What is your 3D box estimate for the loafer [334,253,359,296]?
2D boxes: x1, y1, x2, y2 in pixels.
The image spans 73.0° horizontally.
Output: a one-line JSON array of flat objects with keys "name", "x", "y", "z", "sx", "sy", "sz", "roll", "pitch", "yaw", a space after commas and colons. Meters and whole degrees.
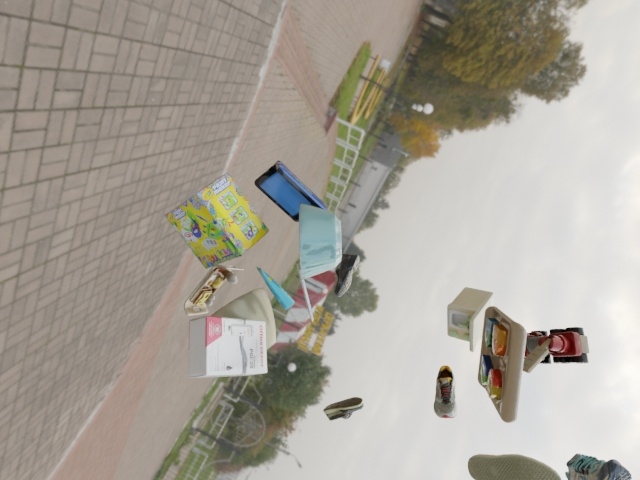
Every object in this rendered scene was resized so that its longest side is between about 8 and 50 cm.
[{"name": "loafer", "x": 0.080, "y": 0.120, "z": 1.519, "sx": 0.170, "sy": 0.061, "sz": 0.062, "roll": -62, "pitch": 152, "yaw": -29}]

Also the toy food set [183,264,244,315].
[{"name": "toy food set", "x": -0.525, "y": 0.247, "z": 2.157, "sx": 0.306, "sy": 0.092, "sz": 0.220, "roll": -51, "pitch": 167, "yaw": 4}]

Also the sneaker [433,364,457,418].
[{"name": "sneaker", "x": 0.465, "y": 0.567, "z": 1.625, "sx": 0.225, "sy": 0.088, "sz": 0.092, "roll": -69, "pitch": 148, "yaw": -57}]

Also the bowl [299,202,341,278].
[{"name": "bowl", "x": 0.000, "y": 0.000, "z": 1.737, "sx": 0.311, "sy": 0.163, "sz": 0.311, "roll": -1, "pitch": 90, "yaw": -89}]

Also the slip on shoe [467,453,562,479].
[{"name": "slip on shoe", "x": 0.652, "y": 0.776, "z": 1.445, "sx": 0.331, "sy": 0.101, "sz": 0.123, "roll": -29, "pitch": -125, "yaw": 54}]

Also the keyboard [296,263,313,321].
[{"name": "keyboard", "x": -0.068, "y": 0.230, "z": 1.898, "sx": 0.072, "sy": 0.014, "sz": 0.255, "roll": -143, "pitch": -142, "yaw": -70}]

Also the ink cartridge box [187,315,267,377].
[{"name": "ink cartridge box", "x": -0.338, "y": 0.395, "z": 1.605, "sx": 0.117, "sy": 0.283, "sz": 0.207, "roll": -19, "pitch": -113, "yaw": 37}]

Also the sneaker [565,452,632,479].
[{"name": "sneaker", "x": 0.742, "y": 0.650, "z": 1.194, "sx": 0.110, "sy": 0.122, "sz": 0.283, "roll": -22, "pitch": 137, "yaw": -10}]

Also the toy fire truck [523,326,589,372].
[{"name": "toy fire truck", "x": 0.742, "y": 0.373, "z": 1.466, "sx": 0.217, "sy": 0.247, "sz": 0.158, "roll": 148, "pitch": -51, "yaw": -61}]

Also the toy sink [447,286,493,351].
[{"name": "toy sink", "x": 0.590, "y": 0.311, "z": 1.730, "sx": 0.234, "sy": 0.131, "sz": 0.152, "roll": -32, "pitch": 122, "yaw": -45}]

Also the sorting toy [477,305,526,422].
[{"name": "sorting toy", "x": 0.368, "y": 0.247, "z": 0.906, "sx": 0.208, "sy": 0.038, "sz": 0.192, "roll": -16, "pitch": 111, "yaw": -84}]

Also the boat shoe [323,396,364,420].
[{"name": "boat shoe", "x": 0.113, "y": 0.767, "z": 1.954, "sx": 0.224, "sy": 0.073, "sz": 0.080, "roll": -27, "pitch": 180, "yaw": 34}]

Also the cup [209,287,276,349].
[{"name": "cup", "x": -0.331, "y": 0.400, "z": 1.924, "sx": 0.331, "sy": 0.237, "sz": 0.331, "roll": -33, "pitch": 169, "yaw": -7}]

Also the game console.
[{"name": "game console", "x": -0.133, "y": -0.187, "z": 1.896, "sx": 0.173, "sy": 0.293, "sz": 0.250, "roll": -45, "pitch": -159, "yaw": 9}]

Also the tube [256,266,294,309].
[{"name": "tube", "x": -0.187, "y": 0.187, "z": 1.740, "sx": 0.052, "sy": 0.207, "sz": 0.080, "roll": -44, "pitch": -162, "yaw": -20}]

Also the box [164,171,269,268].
[{"name": "box", "x": -0.411, "y": -0.069, "z": 1.701, "sx": 0.290, "sy": 0.279, "sz": 0.177, "roll": -18, "pitch": -158, "yaw": 46}]
